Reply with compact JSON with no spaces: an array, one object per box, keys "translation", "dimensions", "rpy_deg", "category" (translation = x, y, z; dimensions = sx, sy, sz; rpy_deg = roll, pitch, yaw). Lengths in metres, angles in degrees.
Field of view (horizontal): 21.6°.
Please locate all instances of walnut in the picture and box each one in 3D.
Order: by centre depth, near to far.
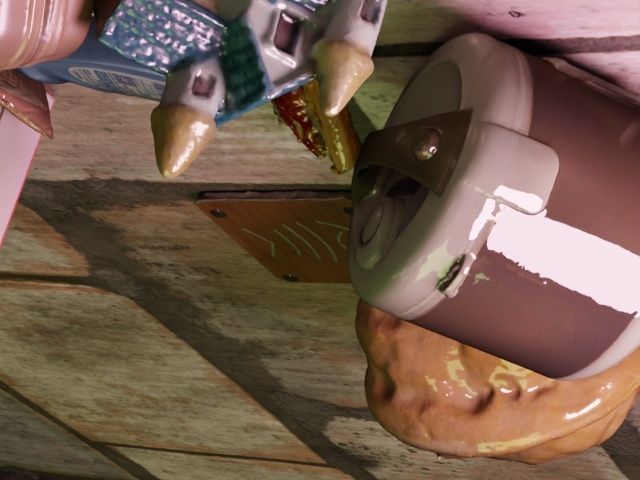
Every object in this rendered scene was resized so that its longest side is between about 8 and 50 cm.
[{"translation":[0.228,0.116,2.112],"dimensions":[0.383,0.383,0.383],"rpy_deg":[12,157,5],"category":"walnut"}]

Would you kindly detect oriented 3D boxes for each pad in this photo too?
[{"translation":[0.000,0.000,2.393],"dimensions":[0.284,0.018,0.286],"rpy_deg":[0,155,30],"category":"pad"}]

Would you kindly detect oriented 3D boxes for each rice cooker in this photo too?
[{"translation":[0.197,-0.041,1.780],"dimensions":[0.325,0.335,0.335],"rpy_deg":[22,156,-16],"category":"rice cooker"}]

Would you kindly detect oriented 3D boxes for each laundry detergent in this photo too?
[{"translation":[-0.263,-0.221,1.943],"dimensions":[0.290,0.094,0.143],"rpy_deg":[12,175,13],"category":"laundry detergent"}]

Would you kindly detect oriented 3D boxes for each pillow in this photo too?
[{"translation":[-0.395,-0.208,2.012],"dimensions":[0.034,0.135,0.211],"rpy_deg":[-32,139,17],"category":"pillow"}]

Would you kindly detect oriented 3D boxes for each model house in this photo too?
[{"translation":[-0.077,-0.208,1.551],"dimensions":[0.267,0.325,0.194],"rpy_deg":[27,156,-28],"category":"model house"}]

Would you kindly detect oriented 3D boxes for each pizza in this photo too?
[{"translation":[-0.025,-0.158,1.906],"dimensions":[0.062,0.188,0.199],"rpy_deg":[-23,-176,-14],"category":"pizza"}]

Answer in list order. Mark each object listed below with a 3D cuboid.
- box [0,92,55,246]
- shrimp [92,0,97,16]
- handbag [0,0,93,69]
[{"translation":[-0.576,-0.112,2.095],"dimensions":[0.314,0.312,0.300],"rpy_deg":[-1,152,36],"category":"box"},{"translation":[-0.215,-0.279,1.821],"dimensions":[0.254,0.059,0.145],"rpy_deg":[-3,162,26],"category":"shrimp"},{"translation":[-0.334,-0.324,1.547],"dimensions":[0.302,0.283,0.149],"rpy_deg":[32,-155,35],"category":"handbag"}]
